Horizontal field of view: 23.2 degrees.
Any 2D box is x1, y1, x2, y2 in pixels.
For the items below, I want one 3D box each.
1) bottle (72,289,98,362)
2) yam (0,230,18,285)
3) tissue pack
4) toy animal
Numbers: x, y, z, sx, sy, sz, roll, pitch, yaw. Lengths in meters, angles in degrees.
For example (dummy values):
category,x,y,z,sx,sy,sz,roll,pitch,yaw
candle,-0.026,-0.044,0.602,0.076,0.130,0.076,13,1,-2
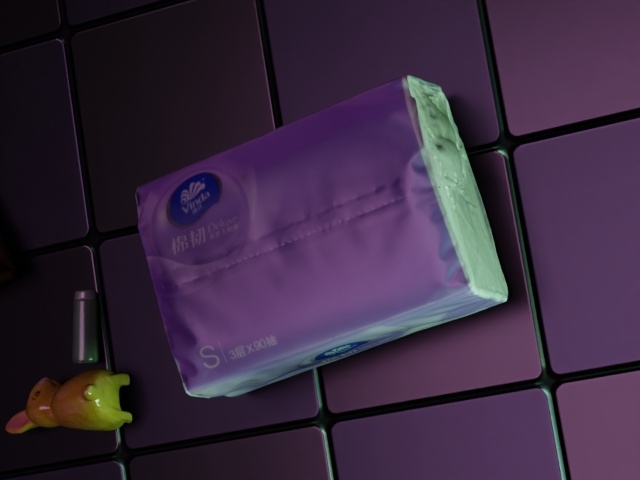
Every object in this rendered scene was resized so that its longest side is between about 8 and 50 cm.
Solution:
category,x,y,z,sx,sy,sz,roll,pitch,yaw
bottle,-0.269,0.099,1.778,0.030,0.030,0.083,-3,84,22
yam,-0.416,-0.007,1.823,0.079,0.079,0.141,-33,73,16
tissue pack,0.000,0.000,1.608,0.338,0.160,0.242,-22,78,20
toy animal,-0.297,0.187,1.761,0.159,0.083,0.070,-13,73,30
